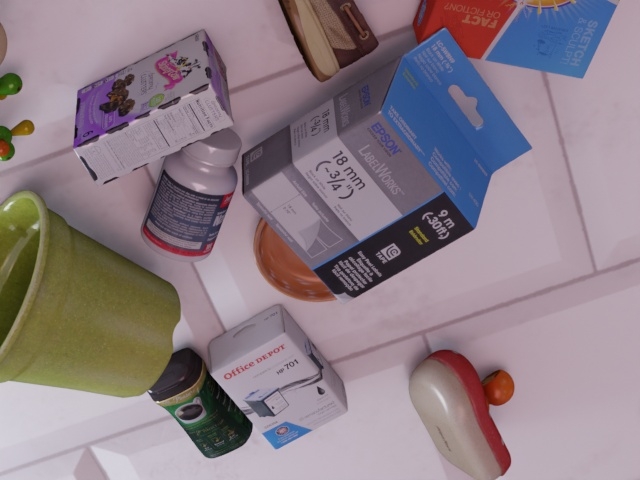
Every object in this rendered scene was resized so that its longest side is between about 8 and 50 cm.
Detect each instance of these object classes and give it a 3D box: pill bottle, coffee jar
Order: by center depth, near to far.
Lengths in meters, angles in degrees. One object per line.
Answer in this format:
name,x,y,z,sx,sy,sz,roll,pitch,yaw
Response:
pill bottle,-0.175,-0.070,1.732,0.108,0.108,0.180,15,119,-16
coffee jar,-0.191,0.252,1.950,0.096,0.079,0.184,-25,122,17

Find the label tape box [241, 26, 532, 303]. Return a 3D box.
label tape box,0.095,-0.093,1.691,0.333,0.106,0.240,-31,122,18

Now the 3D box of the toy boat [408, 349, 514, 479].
toy boat,0.247,0.261,1.995,0.151,0.151,0.231,-40,124,-18

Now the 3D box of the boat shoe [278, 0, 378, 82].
boat shoe,-0.008,-0.363,1.571,0.123,0.123,0.342,-24,126,-2

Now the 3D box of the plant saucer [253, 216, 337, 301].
plant saucer,0.000,0.000,1.841,0.200,0.037,0.200,-3,123,-4

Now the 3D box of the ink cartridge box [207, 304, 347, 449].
ink cartridge box,-0.066,0.213,1.941,0.139,0.082,0.191,-30,122,12

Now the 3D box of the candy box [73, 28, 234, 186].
candy box,-0.217,-0.174,1.628,0.196,0.165,0.070,-24,124,8

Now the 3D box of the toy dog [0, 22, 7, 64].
toy dog,-0.490,-0.332,1.494,0.220,0.161,0.334,21,160,23

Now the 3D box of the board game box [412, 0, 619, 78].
board game box,0.280,-0.371,1.596,0.242,0.064,0.317,8,130,-12

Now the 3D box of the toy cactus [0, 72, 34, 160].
toy cactus,-0.490,-0.147,1.650,0.180,0.112,0.219,33,122,-22

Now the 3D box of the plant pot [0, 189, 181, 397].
plant pot,-0.346,0.103,1.751,0.254,0.276,0.276,24,117,-32
